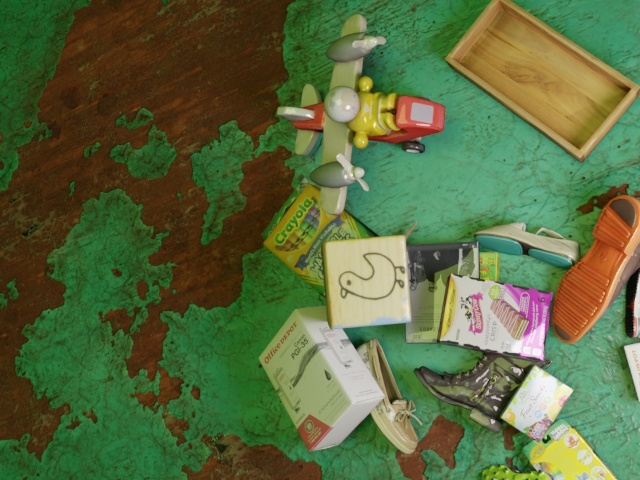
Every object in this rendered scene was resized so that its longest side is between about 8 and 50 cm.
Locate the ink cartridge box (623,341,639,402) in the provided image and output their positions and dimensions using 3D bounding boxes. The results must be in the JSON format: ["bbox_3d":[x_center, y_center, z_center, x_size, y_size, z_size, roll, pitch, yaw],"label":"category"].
[{"bbox_3d":[0.758,0.271,1.685,0.175,0.072,0.127,-16,78,18],"label":"ink cartridge box"}]

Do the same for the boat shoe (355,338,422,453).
[{"bbox_3d":[0.162,0.375,1.885,0.089,0.104,0.285,-36,72,16],"label":"boat shoe"}]

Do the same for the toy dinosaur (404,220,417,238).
[{"bbox_3d":[0.202,0.068,1.943,0.112,0.064,0.212,-11,85,-4],"label":"toy dinosaur"}]

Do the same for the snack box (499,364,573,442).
[{"bbox_3d":[0.482,0.364,1.746,0.100,0.037,0.141,33,87,10],"label":"snack box"}]

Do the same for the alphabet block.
[{"bbox_3d":[0.101,0.092,1.806,0.192,0.193,0.197,-5,90,-3],"label":"alphabet block"}]

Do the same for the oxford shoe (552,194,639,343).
[{"bbox_3d":[0.642,0.077,1.729,0.130,0.132,0.364,51,125,47],"label":"oxford shoe"}]

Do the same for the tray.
[{"bbox_3d":[0.522,-0.390,1.861,0.411,0.076,0.203,42,99,21],"label":"tray"}]

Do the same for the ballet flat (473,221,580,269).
[{"bbox_3d":[0.487,0.001,1.830,0.248,0.086,0.086,18,90,21],"label":"ballet flat"}]

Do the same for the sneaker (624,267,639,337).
[{"bbox_3d":[0.724,0.141,1.733,0.075,0.057,0.161,9,79,-2],"label":"sneaker"}]

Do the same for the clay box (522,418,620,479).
[{"bbox_3d":[0.569,0.518,1.737,0.127,0.053,0.222,-42,70,13],"label":"clay box"}]

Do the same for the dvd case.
[{"bbox_3d":[0.289,0.124,1.853,0.179,0.029,0.239,-3,79,20],"label":"dvd case"}]

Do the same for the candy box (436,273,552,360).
[{"bbox_3d":[0.392,0.175,1.763,0.233,0.071,0.159,10,79,5],"label":"candy box"}]

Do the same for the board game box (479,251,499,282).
[{"bbox_3d":[0.338,0.075,1.888,0.181,0.043,0.092,1,84,21],"label":"board game box"}]

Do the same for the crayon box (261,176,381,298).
[{"bbox_3d":[0.000,0.000,2.006,0.323,0.083,0.203,40,98,21],"label":"crayon box"}]

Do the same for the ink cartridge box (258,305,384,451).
[{"bbox_3d":[-0.006,0.329,1.890,0.207,0.117,0.283,-54,55,31],"label":"ink cartridge box"}]

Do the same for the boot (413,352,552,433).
[{"bbox_3d":[0.377,0.297,1.832,0.263,0.091,0.229,30,89,18],"label":"boot"}]

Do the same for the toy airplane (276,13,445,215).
[{"bbox_3d":[0.062,-0.315,1.921,0.384,0.272,0.386,-40,72,13],"label":"toy airplane"}]

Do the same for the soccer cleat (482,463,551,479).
[{"bbox_3d":[0.444,0.548,1.761,0.179,0.060,0.072,-9,121,48],"label":"soccer cleat"}]
